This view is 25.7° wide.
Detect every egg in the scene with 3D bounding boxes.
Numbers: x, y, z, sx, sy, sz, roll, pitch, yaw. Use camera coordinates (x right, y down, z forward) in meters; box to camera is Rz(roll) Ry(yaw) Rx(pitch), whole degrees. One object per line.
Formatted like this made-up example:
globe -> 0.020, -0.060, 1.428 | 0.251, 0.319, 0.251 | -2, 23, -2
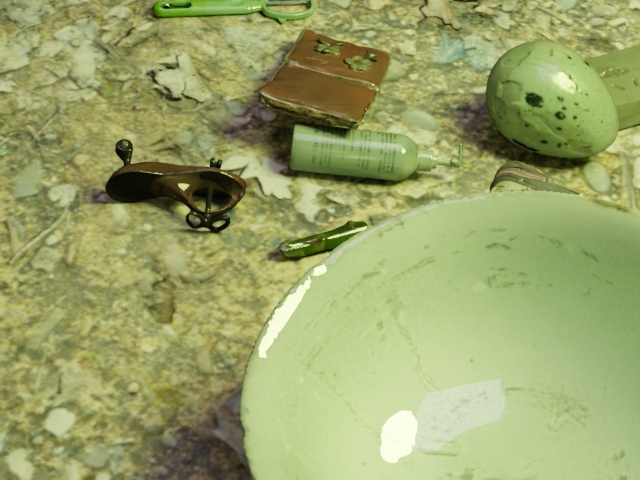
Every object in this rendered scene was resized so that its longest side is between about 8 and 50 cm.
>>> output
egg -> 0.271, -0.160, 1.633 | 0.164, 0.131, 0.131 | 34, 49, 16

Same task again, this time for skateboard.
skateboard -> -0.156, -0.054, 1.516 | 0.151, 0.067, 0.080 | 7, 53, -7

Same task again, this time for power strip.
power strip -> 0.437, -0.206, 1.759 | 0.288, 0.053, 0.093 | -18, 50, -24

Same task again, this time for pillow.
pillow -> 0.010, -0.189, 1.655 | 0.126, 0.043, 0.232 | 13, 28, 7

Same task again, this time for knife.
knife -> -0.109, -0.293, 1.795 | 0.212, 0.015, 0.054 | -3, 53, -13

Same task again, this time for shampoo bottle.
shampoo bottle -> 0.063, -0.096, 1.589 | 0.195, 0.056, 0.056 | 7, 44, -2

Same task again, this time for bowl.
bowl -> 0.161, 0.173, 1.202 | 0.435, 0.196, 0.435 | -6, 44, 6

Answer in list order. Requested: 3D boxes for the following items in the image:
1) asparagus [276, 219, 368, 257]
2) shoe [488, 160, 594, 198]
asparagus -> 0.000, 0.000, 1.506 | 0.108, 0.021, 0.025 | -15, 44, -21
shoe -> 0.235, -0.012, 1.505 | 0.092, 0.089, 0.180 | -30, 53, -34
